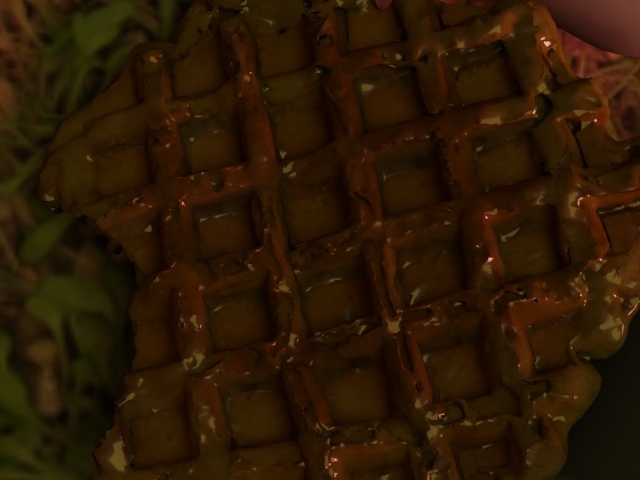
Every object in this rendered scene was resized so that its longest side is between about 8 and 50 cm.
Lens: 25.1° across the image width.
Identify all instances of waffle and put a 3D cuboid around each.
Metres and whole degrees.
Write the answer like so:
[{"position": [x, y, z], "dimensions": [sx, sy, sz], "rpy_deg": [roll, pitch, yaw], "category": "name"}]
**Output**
[{"position": [0.000, 0.001, 0.592], "dimensions": [0.291, 0.051, 0.291], "rpy_deg": [-4, 66, 9], "category": "waffle"}]

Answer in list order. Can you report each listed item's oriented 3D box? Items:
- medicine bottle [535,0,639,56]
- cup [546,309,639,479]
[{"position": [0.064, -0.198, 0.657], "dimensions": [0.341, 0.130, 0.130], "rpy_deg": [27, 76, -22], "category": "medicine bottle"}, {"position": [0.192, 0.159, 0.577], "dimensions": [0.259, 0.357, 0.274], "rpy_deg": [44, 73, -21], "category": "cup"}]
